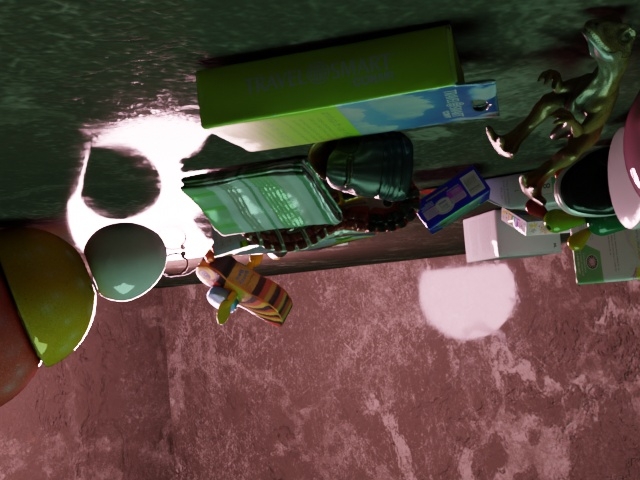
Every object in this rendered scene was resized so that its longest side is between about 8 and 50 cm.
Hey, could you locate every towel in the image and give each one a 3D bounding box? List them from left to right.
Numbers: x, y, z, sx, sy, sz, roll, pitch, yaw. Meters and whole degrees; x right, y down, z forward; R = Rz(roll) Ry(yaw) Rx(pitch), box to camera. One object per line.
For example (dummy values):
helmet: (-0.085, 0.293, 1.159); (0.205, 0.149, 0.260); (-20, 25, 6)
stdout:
towel: (-0.064, -0.041, 0.944); (0.152, 0.023, 0.113); (-8, 144, 21)

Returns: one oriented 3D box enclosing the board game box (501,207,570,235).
board game box: (0.417, -0.040, 1.545); (0.154, 0.026, 0.103); (-4, -163, -12)

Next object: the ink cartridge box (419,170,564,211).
ink cartridge box: (0.276, -0.059, 1.237); (0.224, 0.056, 0.181); (-10, 173, 33)

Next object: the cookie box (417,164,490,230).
cookie box: (0.167, -0.049, 1.092); (0.091, 0.040, 0.107); (-33, 172, 7)

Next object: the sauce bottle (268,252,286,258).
sauce bottle: (-0.090, 0.018, 1.835); (0.042, 0.042, 0.128); (-5, 177, -7)

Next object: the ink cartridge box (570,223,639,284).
ink cartridge box: (0.525, -0.015, 1.402); (0.212, 0.154, 0.093); (-9, 175, 39)

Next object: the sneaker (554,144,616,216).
sneaker: (0.371, -0.084, 0.931); (0.216, 0.079, 0.121); (-13, 173, -9)

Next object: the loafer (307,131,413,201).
loafer: (0.020, -0.070, 0.670); (0.061, 0.062, 0.170); (3, -171, -12)

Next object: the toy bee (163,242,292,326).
toy bee: (-0.201, 0.083, 1.823); (0.298, 0.195, 0.162); (6, 150, -5)

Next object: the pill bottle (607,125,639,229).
pill bottle: (0.391, -0.068, 0.816); (0.208, 0.119, 0.119); (-5, 175, -1)

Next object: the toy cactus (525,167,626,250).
toy cactus: (0.377, -0.035, 1.038); (0.218, 0.112, 0.180); (-13, -143, -19)

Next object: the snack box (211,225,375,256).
snack box: (-0.046, -0.021, 1.223); (0.174, 0.070, 0.207); (-3, 174, -23)

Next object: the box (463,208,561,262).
box: (0.370, -0.011, 1.679); (0.130, 0.091, 0.170); (-4, 175, -12)

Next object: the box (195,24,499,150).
box: (0.022, -0.094, 0.556); (0.178, 0.042, 0.109); (-7, 176, 13)

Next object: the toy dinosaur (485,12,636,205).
toy dinosaur: (0.174, -0.080, 0.590); (0.112, 0.064, 0.211); (-38, 169, -1)

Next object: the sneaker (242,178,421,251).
sneaker: (0.007, -0.034, 1.031); (0.225, 0.088, 0.093); (-2, -177, 7)

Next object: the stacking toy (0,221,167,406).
stacking toy: (-0.445, 0.095, 1.225); (0.479, 0.351, 0.350); (-21, 179, -14)

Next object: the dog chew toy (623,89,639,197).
dog chew toy: (0.341, -0.045, 0.611); (0.331, 0.207, 0.206); (13, 166, -36)
